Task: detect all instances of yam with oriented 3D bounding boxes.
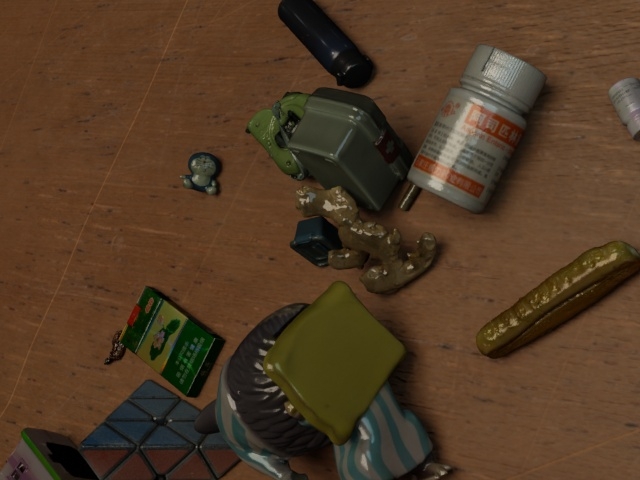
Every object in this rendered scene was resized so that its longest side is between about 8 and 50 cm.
[{"bbox_3d":[0.169,-0.103,1.744,0.021,0.021,0.116,36,100,36],"label":"yam"}]

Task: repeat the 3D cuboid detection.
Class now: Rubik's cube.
[{"bbox_3d":[-0.305,0.401,1.889,0.233,0.229,0.228,47,154,-1],"label":"Rubik's cube"}]

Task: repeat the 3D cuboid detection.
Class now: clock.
[{"bbox_3d":[-0.584,0.575,2.036,0.235,0.166,0.309,38,94,36],"label":"clock"}]

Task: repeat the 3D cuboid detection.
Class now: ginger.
[{"bbox_3d":[0.061,0.003,1.707,0.259,0.065,0.149,26,113,4],"label":"ginger"}]

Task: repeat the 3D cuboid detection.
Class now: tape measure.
[{"bbox_3d":[-0.044,-0.202,1.884,0.154,0.087,0.177,-47,58,16],"label":"tape measure"}]

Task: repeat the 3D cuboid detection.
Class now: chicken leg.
[{"bbox_3d":[-0.424,0.227,2.094,0.036,0.021,0.083,25,98,28],"label":"chicken leg"}]

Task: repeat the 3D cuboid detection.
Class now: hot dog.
[{"bbox_3d":[0.354,0.089,1.525,0.286,0.088,0.061,-36,55,21],"label":"hot dog"}]

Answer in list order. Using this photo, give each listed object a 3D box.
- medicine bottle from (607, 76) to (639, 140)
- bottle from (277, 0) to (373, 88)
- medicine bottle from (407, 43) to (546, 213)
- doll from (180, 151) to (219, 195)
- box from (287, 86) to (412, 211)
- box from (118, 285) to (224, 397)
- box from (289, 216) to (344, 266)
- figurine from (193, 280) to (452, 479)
[{"bbox_3d":[0.476,-0.200,1.526,0.052,0.052,0.089,-31,62,26],"label":"medicine bottle"},{"bbox_3d":[0.011,-0.378,1.899,0.244,0.082,0.072,54,155,33],"label":"bottle"},{"bbox_3d":[0.253,-0.180,1.629,0.144,0.144,0.252,28,94,37],"label":"medicine bottle"},{"bbox_3d":[-0.242,-0.137,2.027,0.050,0.076,0.083,-171,92,-80],"label":"doll"},{"bbox_3d":[0.051,-0.154,1.719,0.148,0.210,0.129,19,73,38],"label":"box"},{"bbox_3d":[-0.300,0.199,2.001,0.235,0.034,0.132,32,98,37],"label":"box"},{"bbox_3d":[0.000,0.000,1.798,0.074,0.099,0.054,-12,57,34],"label":"box"},{"bbox_3d":[-0.022,0.305,1.701,0.361,0.266,0.378,59,140,8],"label":"figurine"}]
